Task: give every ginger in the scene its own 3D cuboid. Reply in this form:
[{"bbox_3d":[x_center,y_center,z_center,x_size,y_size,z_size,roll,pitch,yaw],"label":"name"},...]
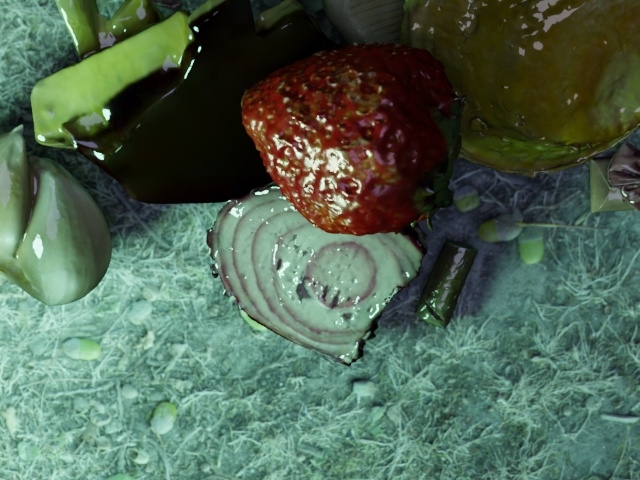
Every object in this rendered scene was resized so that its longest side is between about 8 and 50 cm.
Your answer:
[{"bbox_3d":[-0.150,-0.231,1.763,0.413,0.211,0.358,3,137,-39],"label":"ginger"}]

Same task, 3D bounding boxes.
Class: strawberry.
[{"bbox_3d":[0.034,-0.130,1.638,0.277,0.257,0.257,13,107,9],"label":"strawberry"}]

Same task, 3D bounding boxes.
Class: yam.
[{"bbox_3d":[0.180,0.062,1.948,0.054,0.054,0.132,20,106,-6],"label":"yam"}]

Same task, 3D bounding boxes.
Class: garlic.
[{"bbox_3d":[-0.412,-0.016,1.812,0.279,0.132,0.325,28,149,-14],"label":"garlic"}]

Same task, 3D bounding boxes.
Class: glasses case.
[{"bbox_3d":[0.474,-0.092,1.892,0.194,0.070,0.102,-5,106,1],"label":"glasses case"}]

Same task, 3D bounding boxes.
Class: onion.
[{"bbox_3d":[0.000,0.000,1.874,0.280,0.146,0.314,32,136,-4],"label":"onion"}]

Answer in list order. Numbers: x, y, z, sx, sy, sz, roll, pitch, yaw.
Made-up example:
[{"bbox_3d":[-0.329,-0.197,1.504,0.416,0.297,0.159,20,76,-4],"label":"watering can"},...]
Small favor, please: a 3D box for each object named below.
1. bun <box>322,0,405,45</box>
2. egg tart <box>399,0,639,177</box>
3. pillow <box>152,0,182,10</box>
[{"bbox_3d":[0.100,-0.341,1.779,0.231,0.133,0.231,-11,121,-19],"label":"bun"},{"bbox_3d":[0.317,-0.258,1.725,0.443,0.178,0.443,-10,124,-15],"label":"egg tart"},{"bbox_3d":[-0.266,-0.376,1.816,0.185,0.043,0.118,10,101,-7],"label":"pillow"}]
